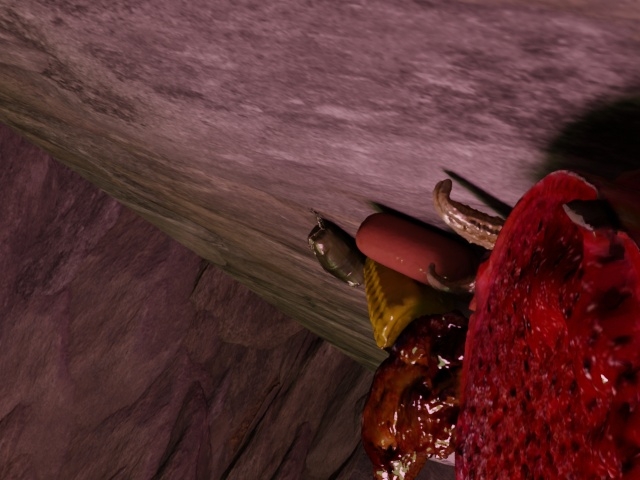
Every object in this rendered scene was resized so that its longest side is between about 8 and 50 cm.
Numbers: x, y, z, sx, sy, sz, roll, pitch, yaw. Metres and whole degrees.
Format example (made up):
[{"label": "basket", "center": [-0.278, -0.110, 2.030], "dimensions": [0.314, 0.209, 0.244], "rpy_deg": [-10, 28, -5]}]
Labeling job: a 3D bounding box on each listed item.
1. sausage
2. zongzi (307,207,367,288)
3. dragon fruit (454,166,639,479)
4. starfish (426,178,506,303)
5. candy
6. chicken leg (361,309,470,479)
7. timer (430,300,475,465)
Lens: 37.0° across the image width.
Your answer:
[{"label": "sausage", "center": [0.115, 0.014, 1.125], "dimensions": [0.154, 0.062, 0.062], "rpy_deg": [25, 169, 29]}, {"label": "zongzi", "center": [0.000, 0.000, 1.453], "dimensions": [0.154, 0.062, 0.130], "rpy_deg": [42, 178, -30]}, {"label": "dragon fruit", "center": [0.229, 0.138, 0.623], "dimensions": [0.249, 0.370, 0.386], "rpy_deg": [6, -146, -8]}, {"label": "starfish", "center": [0.237, 0.071, 0.931], "dimensions": [0.327, 0.094, 0.375], "rpy_deg": [44, 161, 14]}, {"label": "candy", "center": [0.101, 0.059, 1.208], "dimensions": [0.094, 0.106, 0.199], "rpy_deg": [57, -172, -32]}, {"label": "chicken leg", "center": [0.109, 0.235, 1.121], "dimensions": [0.096, 0.407, 0.158], "rpy_deg": [2, -145, -19]}, {"label": "timer", "center": [0.178, 0.180, 1.281], "dimensions": [0.240, 0.233, 0.233], "rpy_deg": [1, 152, 48]}]
